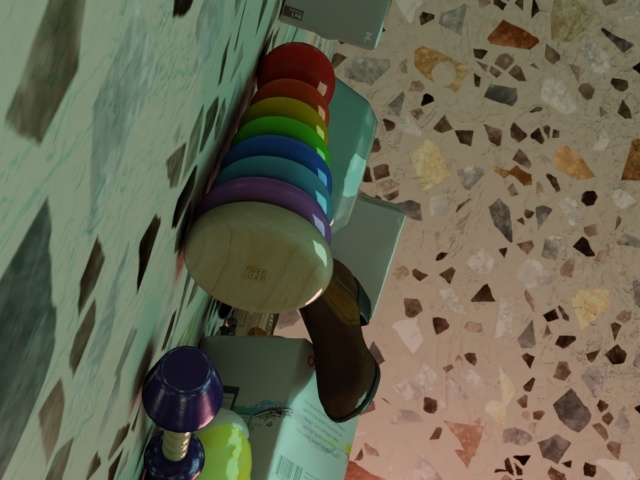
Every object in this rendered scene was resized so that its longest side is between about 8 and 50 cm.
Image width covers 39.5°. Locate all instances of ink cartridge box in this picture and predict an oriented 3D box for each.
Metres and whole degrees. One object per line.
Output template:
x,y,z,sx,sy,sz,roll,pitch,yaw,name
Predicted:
-0.085,0.303,1.334,0.198,0.197,0.270,45,52,-44,ink cartridge box

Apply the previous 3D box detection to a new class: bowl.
-0.013,-0.125,1.388,0.311,0.163,0.312,-162,-90,-89,bowl

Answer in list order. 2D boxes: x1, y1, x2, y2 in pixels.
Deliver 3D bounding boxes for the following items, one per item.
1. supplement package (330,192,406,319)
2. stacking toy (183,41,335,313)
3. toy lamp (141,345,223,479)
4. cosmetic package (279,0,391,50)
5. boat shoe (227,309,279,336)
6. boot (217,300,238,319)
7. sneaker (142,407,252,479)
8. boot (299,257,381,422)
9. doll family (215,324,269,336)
0.000,0.000,1.634,0.145,0.261,0.204,-72,180,-80,supplement package
-0.041,-0.093,0.922,0.141,0.141,0.330,108,-7,-49,stacking toy
-0.142,0.183,0.904,0.275,0.080,0.080,106,0,-58,toy lamp
0.033,-0.328,1.144,0.238,0.127,0.107,-80,-173,-67,cosmetic package
-0.138,0.156,1.771,0.109,0.098,0.302,89,8,-60,boat shoe
-0.135,0.070,1.429,0.087,0.042,0.118,-68,175,-74,boot
-0.153,0.392,1.087,0.147,0.145,0.385,29,-74,57,sneaker
-0.021,0.076,1.207,0.280,0.096,0.264,51,33,-33,boot
-0.142,0.227,1.571,0.263,0.118,0.163,118,-9,-77,doll family
